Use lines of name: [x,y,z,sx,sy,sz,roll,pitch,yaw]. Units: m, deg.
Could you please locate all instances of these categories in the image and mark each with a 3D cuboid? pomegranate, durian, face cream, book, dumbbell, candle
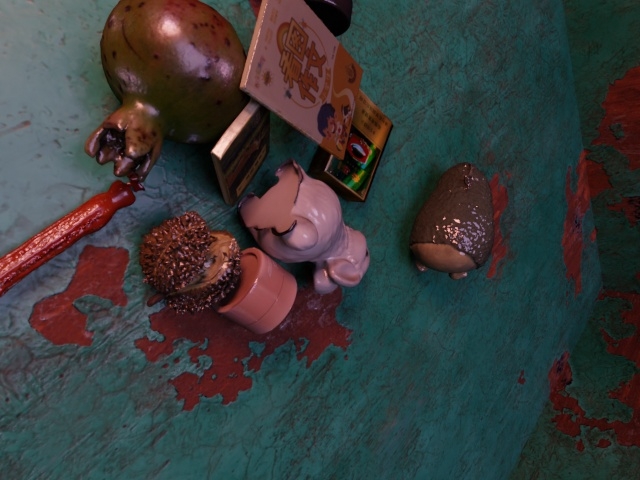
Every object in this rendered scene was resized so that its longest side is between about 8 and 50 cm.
pomegranate: [-0.234,-0.234,0.660,0.242,0.242,0.305,10,85,-40]
durian: [-0.242,0.049,0.733,0.196,0.167,0.196,-7,108,-24]
face cream: [-0.136,0.103,0.826,0.104,0.149,0.149,41,69,-34]
book: [-0.143,-0.167,0.769,0.024,0.228,0.160,29,73,2]
book: [-0.017,-0.301,0.748,0.295,0.020,0.207,21,80,-53]
dumbbell: [-0.018,-0.422,0.871,0.153,0.152,0.218,11,87,-40]
candle: [-0.422,-0.002,0.648,0.329,0.048,0.051,-45,107,-26]

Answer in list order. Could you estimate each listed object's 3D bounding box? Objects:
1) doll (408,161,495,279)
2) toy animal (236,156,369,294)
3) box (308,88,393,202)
doll: [0.407,-0.062,1.225,0.247,0.247,0.349,32,68,-37]
toy animal: [0.000,0.000,0.903,0.357,0.194,0.257,41,27,-39]
box: [0.083,-0.238,1.026,0.159,0.071,0.240,30,76,-40]
